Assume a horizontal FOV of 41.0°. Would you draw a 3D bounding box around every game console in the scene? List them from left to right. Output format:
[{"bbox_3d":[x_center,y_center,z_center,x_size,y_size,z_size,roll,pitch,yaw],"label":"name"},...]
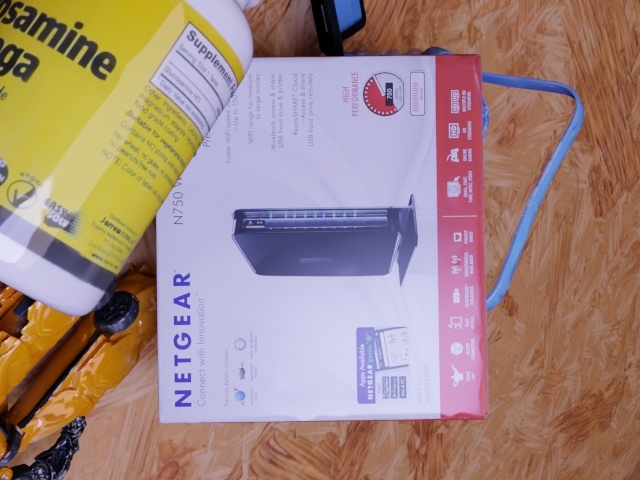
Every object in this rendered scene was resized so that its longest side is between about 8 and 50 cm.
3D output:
[{"bbox_3d":[0.026,-0.266,0.936,0.071,0.107,0.122,-19,126,-7],"label":"game console"}]

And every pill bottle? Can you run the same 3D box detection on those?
[{"bbox_3d":[-0.173,-0.126,0.666,0.334,0.188,0.188,-59,139,-9],"label":"pill bottle"}]

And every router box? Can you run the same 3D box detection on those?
[{"bbox_3d":[0.000,0.000,0.810,0.082,0.301,0.335,148,-59,-89],"label":"router box"}]

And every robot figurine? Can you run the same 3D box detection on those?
[{"bbox_3d":[-0.268,0.115,0.791,0.291,0.085,0.211,-50,137,-19],"label":"robot figurine"}]

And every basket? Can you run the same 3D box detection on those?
[{"bbox_3d":[0.115,-0.078,0.947,0.201,0.289,0.255,35,79,-58],"label":"basket"}]
